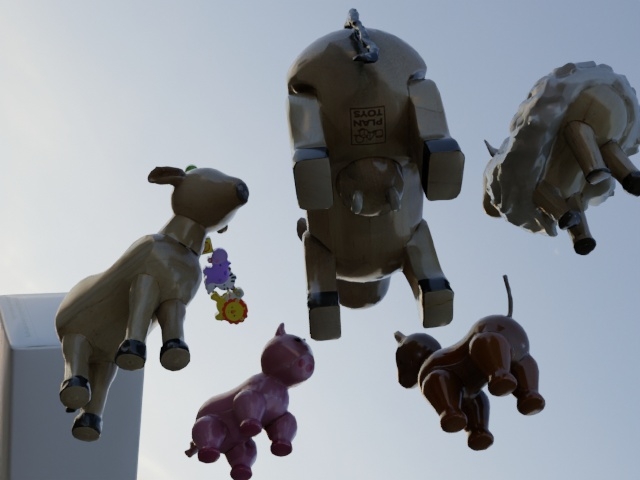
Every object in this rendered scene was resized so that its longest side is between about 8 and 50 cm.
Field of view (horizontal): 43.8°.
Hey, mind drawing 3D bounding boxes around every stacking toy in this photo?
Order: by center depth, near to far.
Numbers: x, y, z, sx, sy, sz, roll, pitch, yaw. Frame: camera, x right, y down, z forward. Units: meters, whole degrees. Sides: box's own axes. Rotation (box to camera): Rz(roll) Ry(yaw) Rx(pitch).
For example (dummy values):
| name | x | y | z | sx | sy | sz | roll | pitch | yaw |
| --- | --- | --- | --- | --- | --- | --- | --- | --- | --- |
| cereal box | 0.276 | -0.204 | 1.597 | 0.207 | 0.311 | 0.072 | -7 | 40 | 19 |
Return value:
| name | x | y | z | sx | sy | sz | roll | pitch | yaw |
| --- | --- | --- | --- | --- | --- | --- | --- | --- | --- |
| stacking toy | -0.156 | -0.002 | 1.157 | 0.167 | 0.052 | 0.221 | -142 | -141 | -74 |

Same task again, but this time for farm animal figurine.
| name | x | y | z | sx | sy | sz | roll | pitch | yaw |
| --- | --- | --- | --- | --- | --- | --- | --- | --- | --- |
| farm animal figurine | 0.000 | 0.000 | 0.532 | 0.172 | 0.331 | 0.326 | -100 | -158 | -51 |

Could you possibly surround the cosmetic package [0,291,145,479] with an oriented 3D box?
| name | x | y | z | sx | sy | sz | roll | pitch | yaw |
| --- | --- | --- | --- | --- | --- | --- | --- | --- | --- |
| cosmetic package | -0.319 | 0.263 | 0.986 | 0.197 | 0.155 | 0.365 | 27 | -65 | 61 |
